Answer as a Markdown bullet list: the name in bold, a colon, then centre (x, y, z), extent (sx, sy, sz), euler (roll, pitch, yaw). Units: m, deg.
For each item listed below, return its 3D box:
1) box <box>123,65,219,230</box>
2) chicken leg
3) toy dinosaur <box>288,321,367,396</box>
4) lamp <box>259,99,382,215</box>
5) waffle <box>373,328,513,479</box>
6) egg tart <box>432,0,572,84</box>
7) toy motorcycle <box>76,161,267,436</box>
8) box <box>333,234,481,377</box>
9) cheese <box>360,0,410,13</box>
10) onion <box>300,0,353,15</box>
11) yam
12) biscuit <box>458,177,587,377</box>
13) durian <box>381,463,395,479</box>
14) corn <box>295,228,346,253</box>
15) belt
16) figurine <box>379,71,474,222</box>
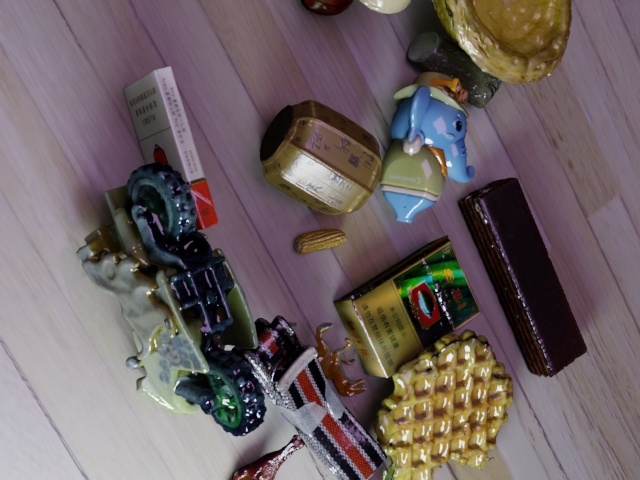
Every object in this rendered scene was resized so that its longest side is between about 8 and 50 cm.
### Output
- **box**: centre (-0.230, -0.131, 1.535), extent (0.035, 0.139, 0.245), euler (-18, 96, -31)
- **chicken leg**: centre (-0.100, 0.394, 1.596), extent (0.053, 0.093, 0.205), euler (30, 79, -53)
- **toy dinosaur**: centre (-0.025, 0.207, 1.682), extent (0.212, 0.057, 0.142), euler (-8, 105, -20)
- **lamp**: centre (0.001, -0.134, 1.659), extent (0.185, 0.161, 0.161), euler (28, 73, -21)
- **waffle**: centre (0.223, 0.305, 1.775), extent (0.301, 0.058, 0.281), euler (-33, 117, -23)
- **egg tart**: centre (0.312, -0.440, 1.825), extent (0.345, 0.132, 0.345), euler (9, 75, -37)
- **toy motorcycle**: centre (-0.211, 0.095, 1.475), extent (0.168, 0.237, 0.410), euler (-22, 94, -44)
- **box**: centre (0.156, 0.115, 1.772), extent (0.240, 0.071, 0.159), euler (-31, 99, -28)
- **cheese**: centre (0.041, -0.577, 1.691), extent (0.384, 0.104, 0.384), euler (17, 47, -19)
- **onion**: centre (0.016, -0.446, 1.722), extent (0.118, 0.118, 0.117), euler (-27, 95, -29)
- **yam**: centre (0.250, -0.317, 1.859), extent (0.179, 0.078, 0.078), euler (31, 71, -23)
- **biscuit**: centre (0.387, 0.073, 1.907), extent (0.107, 0.073, 0.388), euler (-29, 101, -27)
- **durian**: centre (0.082, 0.480, 1.682), extent (0.086, 0.100, 0.215), euler (21, 68, -28)
- **corn**: centre (0.000, 0.000, 1.713), extent (0.092, 0.037, 0.037), euler (-8, 90, -31)
- **belt**: centre (-0.012, 0.266, 1.611), extent (0.094, 0.126, 0.359), euler (-48, 124, -22)
- **figurine**: centre (0.188, -0.167, 1.788), extent (0.180, 0.154, 0.262), euler (-1, 104, -39)
